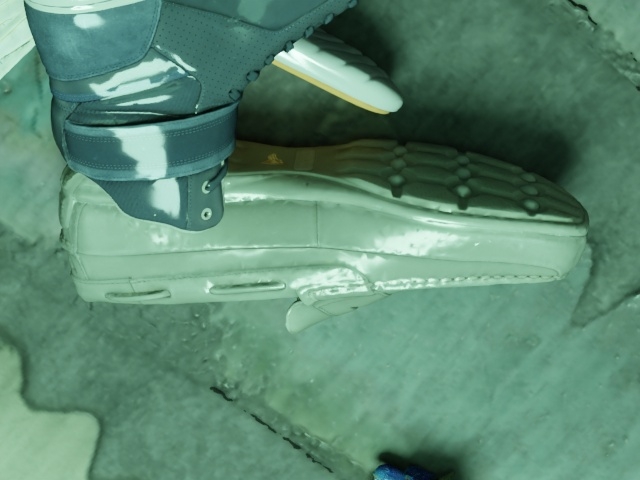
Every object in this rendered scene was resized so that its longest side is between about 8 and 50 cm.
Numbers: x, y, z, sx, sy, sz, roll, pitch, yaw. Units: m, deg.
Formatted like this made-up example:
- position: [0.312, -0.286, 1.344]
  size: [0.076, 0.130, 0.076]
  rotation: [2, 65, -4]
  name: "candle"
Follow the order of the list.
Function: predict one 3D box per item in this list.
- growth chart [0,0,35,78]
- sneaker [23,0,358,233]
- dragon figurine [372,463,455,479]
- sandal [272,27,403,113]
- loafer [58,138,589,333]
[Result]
- position: [-0.232, -0.147, 0.757]
  size: [0.172, 0.021, 0.237]
  rotation: [46, 130, -7]
  name: "growth chart"
- position: [-0.036, -0.096, 0.702]
  size: [0.226, 0.086, 0.163]
  rotation: [-14, 124, -14]
  name: "sneaker"
- position: [0.132, 0.271, 0.921]
  size: [0.289, 0.085, 0.144]
  rotation: [36, 106, -10]
  name: "dragon figurine"
- position: [-0.079, -0.118, 0.774]
  size: [0.265, 0.102, 0.076]
  rotation: [27, 105, -11]
  name: "sandal"
- position: [0.000, 0.000, 0.818]
  size: [0.320, 0.112, 0.111]
  rotation: [5, 115, 6]
  name: "loafer"
